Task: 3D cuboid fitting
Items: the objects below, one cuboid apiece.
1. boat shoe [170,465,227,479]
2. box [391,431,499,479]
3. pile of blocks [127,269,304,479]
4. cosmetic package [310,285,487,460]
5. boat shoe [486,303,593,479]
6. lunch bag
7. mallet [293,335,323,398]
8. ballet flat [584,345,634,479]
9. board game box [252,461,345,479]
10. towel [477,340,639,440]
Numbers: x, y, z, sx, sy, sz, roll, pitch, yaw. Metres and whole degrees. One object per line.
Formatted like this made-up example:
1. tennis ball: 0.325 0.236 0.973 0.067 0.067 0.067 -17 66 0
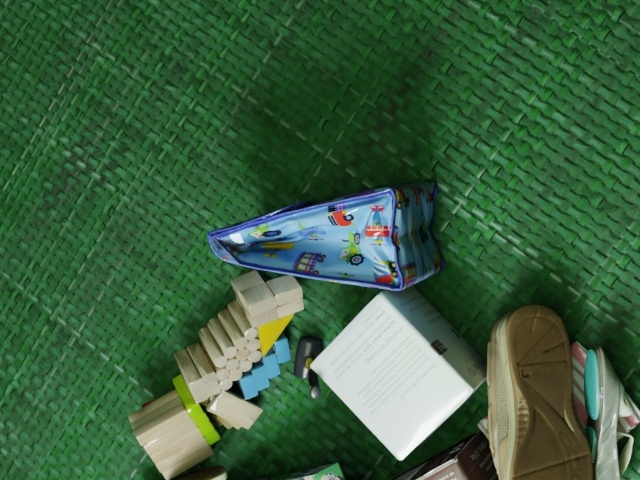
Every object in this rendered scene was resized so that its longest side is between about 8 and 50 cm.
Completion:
1. boat shoe: -0.198 0.390 1.893 0.223 0.080 0.073 -25 84 52
2. box: 0.190 0.404 1.742 0.167 0.168 0.203 -33 84 19
3. pile of blocks: -0.148 0.189 1.892 0.362 0.149 0.112 -49 36 8
4. cosmetic package: 0.117 0.178 1.756 0.184 0.151 0.151 45 107 9
5. boat shoe: 0.286 0.262 1.693 0.121 0.110 0.341 3 78 -16
6. lunch bag: 0.000 0.000 1.742 0.293 0.221 0.138 -4 94 20
7. mallet: -0.011 0.179 1.790 0.039 0.189 0.062 8 93 -6
8. ballet flat: 0.387 0.244 1.687 0.068 0.072 0.213 1 99 -6
9. board game box: -0.039 0.444 1.810 0.317 0.046 0.213 -25 87 53
10. towel: 0.332 0.253 1.751 0.197 0.029 0.144 -44 80 18
